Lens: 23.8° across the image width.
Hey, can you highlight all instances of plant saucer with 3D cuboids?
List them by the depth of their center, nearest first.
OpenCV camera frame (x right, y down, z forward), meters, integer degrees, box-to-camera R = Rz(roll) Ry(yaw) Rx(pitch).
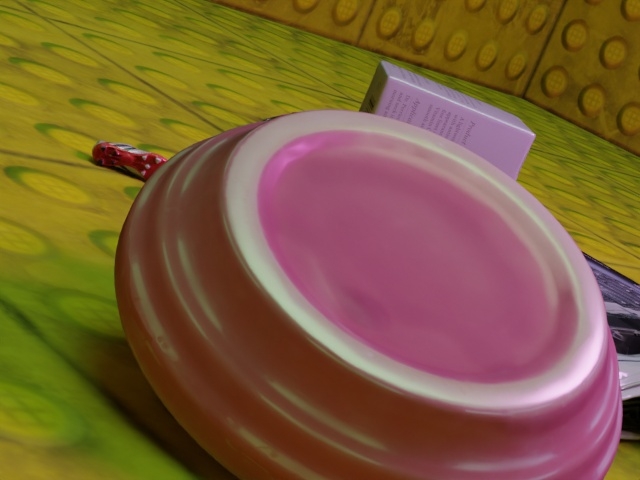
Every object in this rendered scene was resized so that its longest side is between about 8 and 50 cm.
[{"bbox_3d":[0.045,0.032,0.917,0.332,0.084,0.332,18,39,-15],"label":"plant saucer"}]

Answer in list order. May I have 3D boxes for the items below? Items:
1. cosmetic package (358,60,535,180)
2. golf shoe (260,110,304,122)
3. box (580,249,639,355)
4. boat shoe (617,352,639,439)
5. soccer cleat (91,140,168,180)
[{"bbox_3d":[0.128,-0.100,1.761,0.183,0.151,0.151,22,12,-7],"label":"cosmetic package"},{"bbox_3d":[0.029,-0.042,1.108,0.186,0.067,0.086,14,-13,-15],"label":"golf shoe"},{"bbox_3d":[0.204,0.051,1.429,0.242,0.076,0.307,9,19,-46],"label":"box"},{"bbox_3d":[0.275,0.135,1.238,0.226,0.083,0.076,1,33,-31],"label":"boat shoe"},{"bbox_3d":[-0.171,-0.074,1.406,0.083,0.029,0.035,15,18,-13],"label":"soccer cleat"}]
